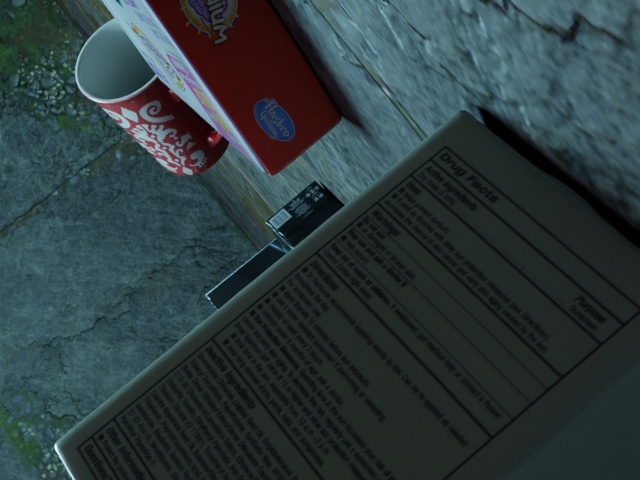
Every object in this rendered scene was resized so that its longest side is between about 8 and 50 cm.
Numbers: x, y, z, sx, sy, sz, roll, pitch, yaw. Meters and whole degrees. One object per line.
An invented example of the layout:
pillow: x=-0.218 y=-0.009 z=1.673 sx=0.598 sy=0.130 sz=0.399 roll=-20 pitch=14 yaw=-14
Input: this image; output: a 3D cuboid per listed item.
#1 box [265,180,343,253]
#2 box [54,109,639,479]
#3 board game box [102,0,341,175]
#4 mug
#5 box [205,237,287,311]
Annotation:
box: x=0.000 y=0.000 z=1.065 sx=0.052 sy=0.062 sz=0.083 roll=45 pitch=172 yaw=41
box: x=0.033 y=0.085 z=0.496 sx=0.148 sy=0.232 sz=0.127 roll=47 pitch=173 yaw=39
board game box: x=-0.132 y=-0.211 z=0.771 sx=0.316 sy=0.064 sz=0.242 roll=55 pitch=173 yaw=-34
mug: x=-0.162 y=-0.138 z=1.244 sx=0.150 sy=0.113 sz=0.169 roll=49 pitch=177 yaw=35
box: x=-0.015 y=0.074 z=1.220 sx=0.077 sy=0.147 sz=0.180 roll=48 pitch=173 yaw=32
